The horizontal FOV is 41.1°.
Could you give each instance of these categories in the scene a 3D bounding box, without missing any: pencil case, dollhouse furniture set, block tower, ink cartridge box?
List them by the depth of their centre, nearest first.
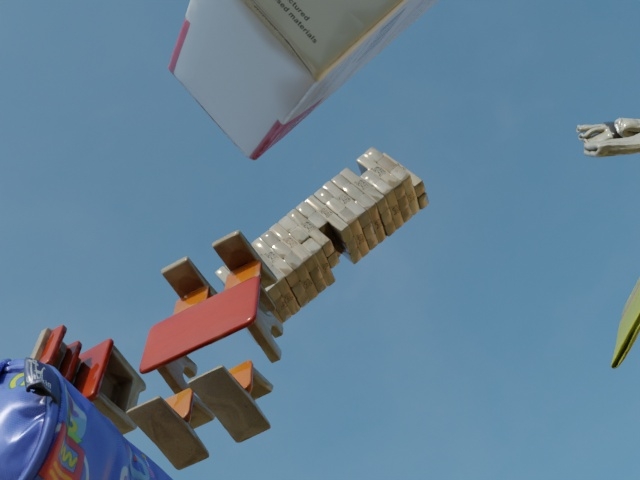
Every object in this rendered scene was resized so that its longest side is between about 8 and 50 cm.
[{"bbox_3d":[-0.156,0.190,0.593,0.119,0.133,0.306,-16,-40,13],"label":"pencil case"},{"bbox_3d":[0.027,-0.235,0.761,0.131,0.226,0.306,46,-111,-3],"label":"ink cartridge box"},{"bbox_3d":[-0.177,0.116,0.952,0.259,0.262,0.135,-27,-61,15],"label":"dollhouse furniture set"},{"bbox_3d":[0.000,0.000,1.255,0.335,0.097,0.091,-40,-37,-12],"label":"block tower"}]

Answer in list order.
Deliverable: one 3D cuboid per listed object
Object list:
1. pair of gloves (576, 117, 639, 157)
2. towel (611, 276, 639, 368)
[{"bbox_3d":[0.451,-0.147,1.138,0.204,0.240,0.042,-5,-81,13],"label":"pair of gloves"},{"bbox_3d":[0.418,0.090,1.119,0.021,0.237,0.102,25,-70,16],"label":"towel"}]
